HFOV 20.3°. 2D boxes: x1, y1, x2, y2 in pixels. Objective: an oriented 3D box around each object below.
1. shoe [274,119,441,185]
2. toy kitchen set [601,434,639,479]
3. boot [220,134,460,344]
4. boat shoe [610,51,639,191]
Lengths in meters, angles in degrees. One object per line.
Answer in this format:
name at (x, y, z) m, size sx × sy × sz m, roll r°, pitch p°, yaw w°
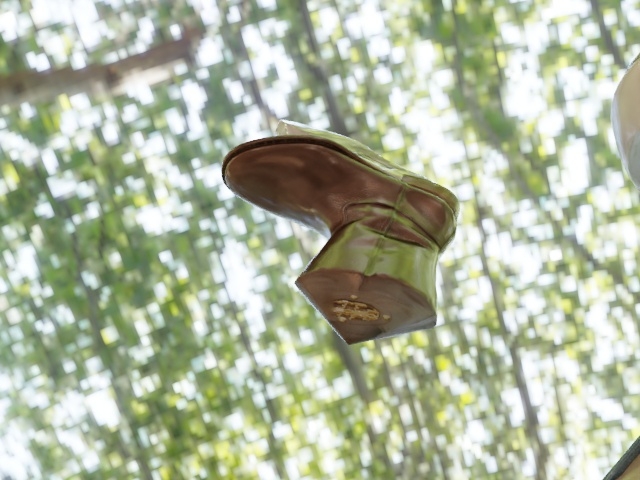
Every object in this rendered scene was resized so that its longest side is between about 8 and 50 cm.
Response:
shoe at (0.018, -0.031, 1.381) m, size 0.063 × 0.081 × 0.178 m, roll 6°, pitch -163°, yaw -45°
toy kitchen set at (0.229, 0.129, 0.877) m, size 0.207 × 0.166 × 0.122 m, roll -51°, pitch -168°, yaw 10°
boot at (0.000, 0.000, 0.702) m, size 0.106 × 0.037 × 0.114 m, roll 10°, pitch -152°, yaw 8°
boat shoe at (0.258, -0.119, 0.627) m, size 0.341 × 0.127 × 0.158 m, roll -13°, pitch -122°, yaw 4°
